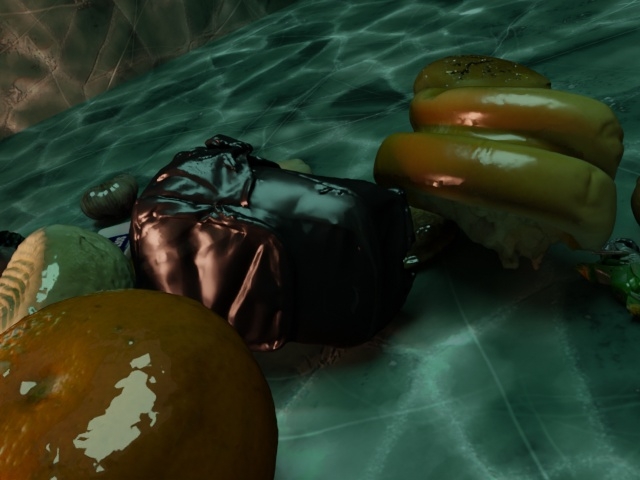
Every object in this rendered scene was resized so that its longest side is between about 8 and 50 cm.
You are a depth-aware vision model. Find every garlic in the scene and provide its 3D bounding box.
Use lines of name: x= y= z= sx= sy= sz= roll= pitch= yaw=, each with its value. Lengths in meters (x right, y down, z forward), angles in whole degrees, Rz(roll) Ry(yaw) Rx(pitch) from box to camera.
garlic: x=-0.550 y=-0.107 z=1.818 sx=0.147 sy=0.102 sz=0.159 roll=-12 pitch=16 yaw=38

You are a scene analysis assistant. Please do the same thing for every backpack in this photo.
backpack: x=-0.069 y=0.024 z=1.119 sx=0.445 sy=0.363 sz=0.255 roll=9 pitch=29 yaw=13

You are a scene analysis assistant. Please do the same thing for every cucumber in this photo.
cucumber: x=-0.831 y=0.048 z=1.746 sx=0.115 sy=0.086 sz=0.193 roll=-14 pitch=37 yaw=5

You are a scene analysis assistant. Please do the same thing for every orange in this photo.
orange: x=-0.252 y=0.264 z=0.825 sx=0.424 sy=0.326 sz=0.424 roll=-11 pitch=46 yaw=12

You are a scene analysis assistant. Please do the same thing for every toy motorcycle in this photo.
toy motorcycle: x=0.472 y=0.060 z=1.024 sx=0.106 sy=0.074 sz=0.190 roll=-32 pitch=32 yaw=-6

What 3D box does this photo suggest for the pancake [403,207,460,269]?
pancake: x=0.157 y=-0.017 z=1.349 sx=0.250 sy=0.031 sz=0.250 roll=-15 pitch=29 yaw=8

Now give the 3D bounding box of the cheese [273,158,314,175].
cheese: x=-0.124 y=-0.099 z=1.580 sx=0.263 sy=0.093 sz=0.159 roll=-35 pitch=37 yaw=-28

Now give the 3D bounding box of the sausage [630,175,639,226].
sausage: x=0.551 y=-0.055 z=1.061 sx=0.136 sy=0.120 sz=0.241 roll=16 pitch=13 yaw=24

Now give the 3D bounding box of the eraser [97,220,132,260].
eraser: x=-0.463 y=0.064 z=1.502 sx=0.130 sy=0.086 sz=0.287 roll=-12 pitch=31 yaw=12

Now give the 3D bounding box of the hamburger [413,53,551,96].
hamburger: x=0.374 y=-0.331 z=1.618 sx=0.284 sy=0.174 sz=0.304 roll=-17 pitch=35 yaw=-21

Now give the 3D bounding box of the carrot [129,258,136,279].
carrot: x=-0.276 y=0.049 z=1.339 sx=0.302 sy=0.114 sz=0.114 roll=-27 pitch=28 yaw=16

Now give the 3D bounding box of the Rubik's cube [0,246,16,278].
Rubik's cube: x=-0.806 y=0.089 z=1.398 sx=0.387 sy=0.368 sz=0.358 roll=8 pitch=22 yaw=-23

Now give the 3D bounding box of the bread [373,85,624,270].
bread: x=0.287 y=-0.113 z=1.112 sx=0.245 sy=0.329 sz=0.424 roll=-57 pitch=28 yaw=-9

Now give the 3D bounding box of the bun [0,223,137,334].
bun: x=-0.429 y=0.153 z=1.146 sx=0.349 sy=0.227 sz=0.352 roll=16 pitch=83 yaw=62
